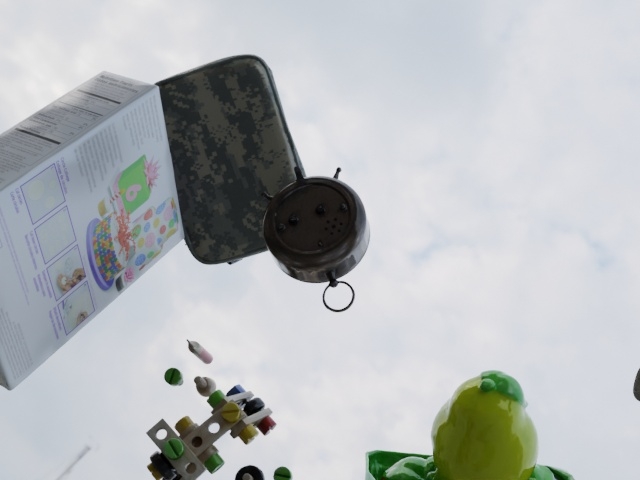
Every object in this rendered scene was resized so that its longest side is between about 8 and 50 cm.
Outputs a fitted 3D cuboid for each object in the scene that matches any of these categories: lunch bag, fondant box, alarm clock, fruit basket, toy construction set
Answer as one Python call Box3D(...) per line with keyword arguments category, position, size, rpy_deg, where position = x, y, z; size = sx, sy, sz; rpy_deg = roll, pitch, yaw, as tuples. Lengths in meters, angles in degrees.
Box3D(category="lunch bag", position=(-0.139, -0.117, 1.371), size=(0.256, 0.212, 0.305), rpy_deg=(-118, -172, -85))
Box3D(category="fondant box", position=(-0.312, -0.021, 1.044), size=(0.096, 0.330, 0.238), rpy_deg=(19, -47, 26))
Box3D(category="alarm clock", position=(0.000, 0.000, 1.068), size=(0.064, 0.129, 0.192), rpy_deg=(70, 1, -66))
Box3D(category="fruit basket", position=(0.256, 0.379, 1.448), size=(0.392, 0.392, 0.283), rpy_deg=(44, 3, 1))
Box3D(category="toy construction set", position=(-0.224, 0.334, 1.643), size=(0.237, 0.257, 0.309), rpy_deg=(70, 2, -67))

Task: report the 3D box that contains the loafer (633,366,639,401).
Box3D(category="loafer", position=(0.480, 0.172, 1.216), size=(0.045, 0.039, 0.125), rpy_deg=(44, -60, 55))
